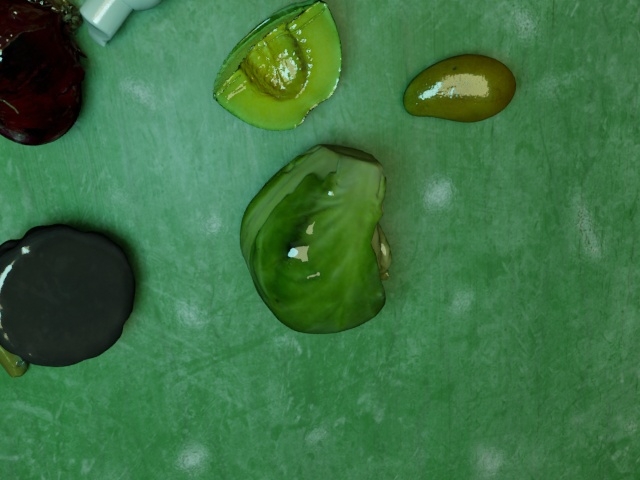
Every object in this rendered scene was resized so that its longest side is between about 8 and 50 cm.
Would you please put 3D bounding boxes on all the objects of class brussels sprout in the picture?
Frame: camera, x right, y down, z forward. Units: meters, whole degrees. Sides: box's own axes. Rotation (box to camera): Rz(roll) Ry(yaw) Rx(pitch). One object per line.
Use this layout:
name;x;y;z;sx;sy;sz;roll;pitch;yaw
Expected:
brussels sprout;0.000;0.000;1.088;0.315;0.276;0.371;1;105;-9

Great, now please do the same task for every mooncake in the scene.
mooncake;-0.520;0.105;1.106;0.283;0.141;0.283;-4;97;-31

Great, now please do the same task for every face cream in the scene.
face cream;-0.308;-0.506;0.980;0.145;0.145;0.370;37;99;-14

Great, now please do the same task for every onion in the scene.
onion;-0.541;-0.304;0.987;0.221;0.281;0.281;4;112;39

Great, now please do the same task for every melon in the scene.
melon;-0.074;-0.327;1.075;0.265;0.129;0.169;-41;128;3

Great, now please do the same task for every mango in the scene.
mango;0.281;-0.306;1.122;0.227;0.099;0.136;-5;113;5

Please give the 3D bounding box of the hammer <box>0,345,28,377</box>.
hammer;-0.690;0.178;1.141;0.113;0.202;0.305;-4;125;13
